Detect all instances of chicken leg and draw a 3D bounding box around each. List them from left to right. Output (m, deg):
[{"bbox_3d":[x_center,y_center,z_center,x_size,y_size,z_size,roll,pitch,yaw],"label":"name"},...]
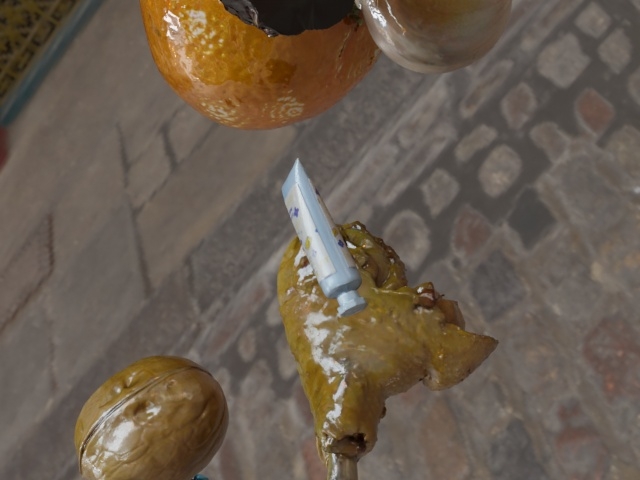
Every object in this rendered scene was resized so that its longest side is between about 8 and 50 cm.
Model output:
[{"bbox_3d":[0.080,0.166,1.426,0.182,0.295,0.409,98,178,-64],"label":"chicken leg"}]

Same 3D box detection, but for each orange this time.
[{"bbox_3d":[-0.066,-0.368,1.666,0.326,0.424,0.424,21,78,28],"label":"orange"}]

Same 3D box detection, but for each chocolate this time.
[{"bbox_3d":[-0.076,-0.346,1.257,0.177,0.206,0.224,16,90,49],"label":"chocolate"}]

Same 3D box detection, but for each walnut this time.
[{"bbox_3d":[-0.214,0.238,1.414,0.207,0.167,0.167,-35,23,-18],"label":"walnut"}]

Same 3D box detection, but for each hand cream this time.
[{"bbox_3d":[0.000,0.000,1.179,0.170,0.043,0.065,64,151,18],"label":"hand cream"}]

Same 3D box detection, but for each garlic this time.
[{"bbox_3d":[0.173,-0.282,1.393,0.148,0.266,0.128,110,144,-46],"label":"garlic"}]

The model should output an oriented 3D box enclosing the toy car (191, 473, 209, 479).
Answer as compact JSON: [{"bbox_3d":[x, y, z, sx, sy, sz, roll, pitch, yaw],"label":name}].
[{"bbox_3d":[-0.253,0.401,1.772,0.098,0.161,0.126,141,140,-68],"label":"toy car"}]
